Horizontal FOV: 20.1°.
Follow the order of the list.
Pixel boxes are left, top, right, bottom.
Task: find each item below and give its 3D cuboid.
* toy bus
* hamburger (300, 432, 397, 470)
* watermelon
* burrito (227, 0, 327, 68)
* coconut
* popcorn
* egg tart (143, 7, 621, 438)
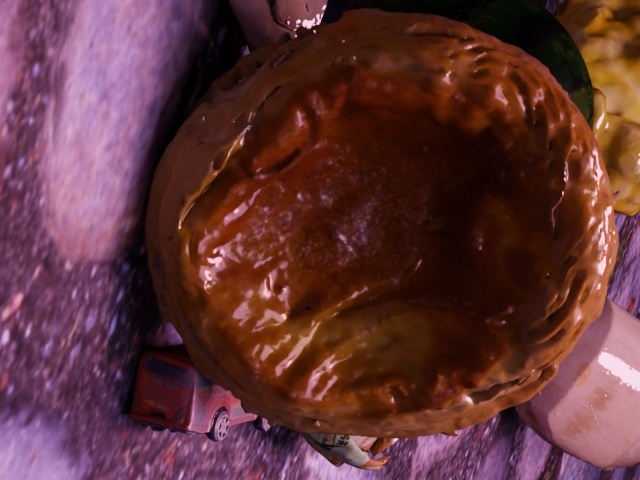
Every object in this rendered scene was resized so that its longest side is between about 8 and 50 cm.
[{"bbox_3d":[-0.083,0.117,1.454,0.192,0.065,0.077,-4,104,-67],"label":"toy bus"},{"bbox_3d":[0.051,0.096,1.686,0.235,0.125,0.214,-64,164,-8],"label":"hamburger"},{"bbox_3d":[0.113,-0.103,1.514,0.242,0.242,0.242,-50,151,-43],"label":"watermelon"},{"bbox_3d":[-0.044,-0.202,1.284,0.087,0.060,0.226,-60,158,-13],"label":"burrito"},{"bbox_3d":[0.366,0.189,2.427,0.241,0.241,0.241,-50,151,-43],"label":"coconut"},{"bbox_3d":[0.310,-0.152,1.963,0.250,0.241,0.235,-51,138,-17],"label":"popcorn"},{"bbox_3d":[0.045,-0.012,1.351,0.150,0.351,0.352,-91,-170,-68],"label":"egg tart"}]
